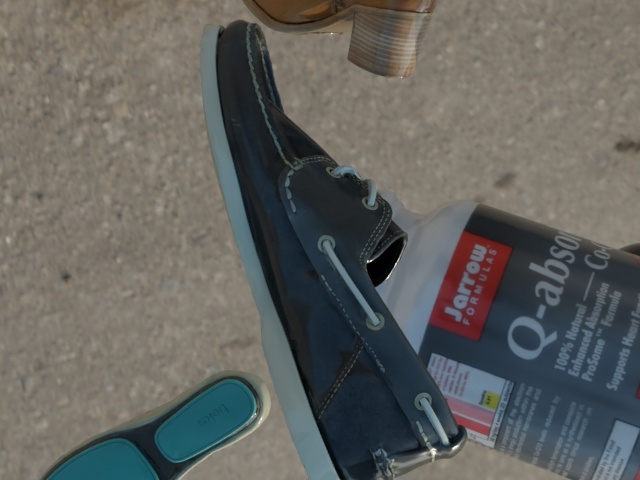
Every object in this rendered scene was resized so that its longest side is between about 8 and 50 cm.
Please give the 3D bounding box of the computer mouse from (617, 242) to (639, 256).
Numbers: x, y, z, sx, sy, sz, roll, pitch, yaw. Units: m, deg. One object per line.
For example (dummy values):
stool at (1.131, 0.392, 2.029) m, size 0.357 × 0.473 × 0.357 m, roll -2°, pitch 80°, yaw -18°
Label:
computer mouse at (0.389, 0.054, 1.600) m, size 0.262 × 0.060 × 0.184 m, roll 17°, pitch 159°, yaw -33°

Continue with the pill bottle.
pill bottle at (0.172, 0.085, 1.229) m, size 0.363 × 0.210 × 0.210 m, roll 19°, pitch 124°, yaw 11°

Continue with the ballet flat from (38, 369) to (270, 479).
ballet flat at (-0.156, 0.197, 1.293) m, size 0.248 × 0.086 × 0.086 m, roll -27°, pitch 132°, yaw 6°

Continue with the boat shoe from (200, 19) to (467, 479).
boat shoe at (0.000, 0.000, 0.632) m, size 0.079 × 0.233 × 0.084 m, roll -20°, pitch 164°, yaw 4°

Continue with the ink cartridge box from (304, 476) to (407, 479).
ink cartridge box at (0.006, 0.278, 1.225) m, size 0.104 × 0.060 × 0.180 m, roll 37°, pitch 94°, yaw -5°

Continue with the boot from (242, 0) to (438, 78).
boot at (0.025, -0.322, 1.476) m, size 0.109 × 0.283 × 0.220 m, roll -6°, pitch 118°, yaw -36°
